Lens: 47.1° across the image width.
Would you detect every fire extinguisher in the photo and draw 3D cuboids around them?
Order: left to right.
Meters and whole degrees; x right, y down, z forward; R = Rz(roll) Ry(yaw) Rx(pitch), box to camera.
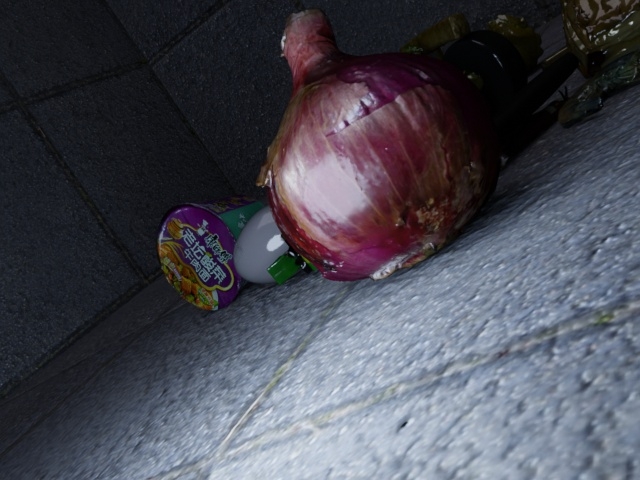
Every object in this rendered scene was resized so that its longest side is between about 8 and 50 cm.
[{"bbox_3d":[0.381,-0.206,1.286,0.173,0.035,0.049,-38,-17,-25],"label":"fire extinguisher"}]

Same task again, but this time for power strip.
[{"bbox_3d":[0.669,-0.499,1.790,0.305,0.044,0.064,-32,8,12],"label":"power strip"}]

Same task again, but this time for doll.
[{"bbox_3d":[0.003,-0.004,1.314,0.186,0.106,0.134,-28,16,34],"label":"doll"}]

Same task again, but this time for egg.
[{"bbox_3d":[-0.084,0.004,1.454,0.198,0.146,0.146,-40,8,3],"label":"egg"}]

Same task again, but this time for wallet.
[{"bbox_3d":[0.318,-0.200,1.325,0.377,0.051,0.197,-40,-3,-33],"label":"wallet"}]

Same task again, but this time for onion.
[{"bbox_3d":[0.059,-0.147,1.003,0.347,0.385,0.348,-28,-7,-4],"label":"onion"}]

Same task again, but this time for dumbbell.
[{"bbox_3d":[0.289,-0.311,1.624,0.322,0.204,0.203,-38,9,-28],"label":"dumbbell"}]

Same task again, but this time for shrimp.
[{"bbox_3d":[0.459,-0.243,1.164,0.150,0.051,0.217,-43,4,-30],"label":"shrimp"}]

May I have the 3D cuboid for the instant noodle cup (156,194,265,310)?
[{"bbox_3d":[-0.223,0.011,1.694,0.251,0.251,0.190,-27,1,36],"label":"instant noodle cup"}]

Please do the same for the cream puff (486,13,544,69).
[{"bbox_3d":[0.546,-0.539,2.106,0.194,0.195,0.221,-39,-2,-29],"label":"cream puff"}]

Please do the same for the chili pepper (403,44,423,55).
[{"bbox_3d":[0.196,-0.297,1.801,0.076,0.359,0.085,4,30,-10],"label":"chili pepper"}]

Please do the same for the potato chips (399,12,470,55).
[{"bbox_3d":[0.271,-0.477,1.724,0.080,0.057,0.407,-27,9,-7],"label":"potato chips"}]

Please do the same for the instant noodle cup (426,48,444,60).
[{"bbox_3d":[0.269,-0.384,2.060,0.296,0.214,0.296,-33,9,6],"label":"instant noodle cup"}]

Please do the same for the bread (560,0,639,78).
[{"bbox_3d":[0.575,-0.473,1.396,0.277,0.167,0.324,-28,27,29],"label":"bread"}]
